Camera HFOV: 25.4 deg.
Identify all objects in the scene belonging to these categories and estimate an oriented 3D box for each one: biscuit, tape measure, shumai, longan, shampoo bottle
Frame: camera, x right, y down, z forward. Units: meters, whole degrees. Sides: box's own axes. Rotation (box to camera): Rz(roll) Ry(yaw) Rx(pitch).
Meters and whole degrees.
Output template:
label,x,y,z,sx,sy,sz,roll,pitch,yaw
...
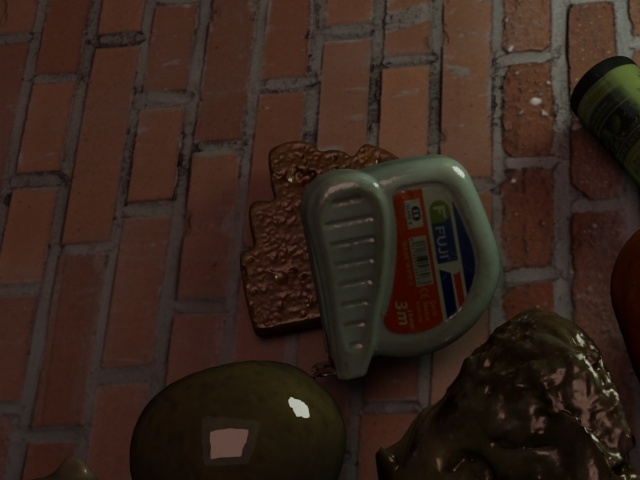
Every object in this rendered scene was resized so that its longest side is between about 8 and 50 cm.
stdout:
label,x,y,z,sx,sy,sz,roll,pitch,yaw
biscuit,0.000,0.001,1.841,0.278,0.043,0.301,33,74,23
tape measure,0.088,0.026,1.717,0.246,0.125,0.243,-11,99,-9
shumai,0.195,0.242,1.555,0.283,0.217,0.346,-12,59,6
longan,-0.089,0.244,1.631,0.246,0.215,0.246,9,52,-12
shampoo bottle,0.429,-0.106,1.770,0.101,0.101,0.284,-31,59,-6

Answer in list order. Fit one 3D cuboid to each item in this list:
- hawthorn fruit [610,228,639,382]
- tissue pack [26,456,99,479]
label,x,y,z,sx,sy,sz,roll,pitch,yaw
hawthorn fruit,0.435,0.099,1.591,0.224,0.224,0.261,6,76,16
tissue pack,-0.350,0.414,1.553,0.387,0.267,0.277,-13,57,7
